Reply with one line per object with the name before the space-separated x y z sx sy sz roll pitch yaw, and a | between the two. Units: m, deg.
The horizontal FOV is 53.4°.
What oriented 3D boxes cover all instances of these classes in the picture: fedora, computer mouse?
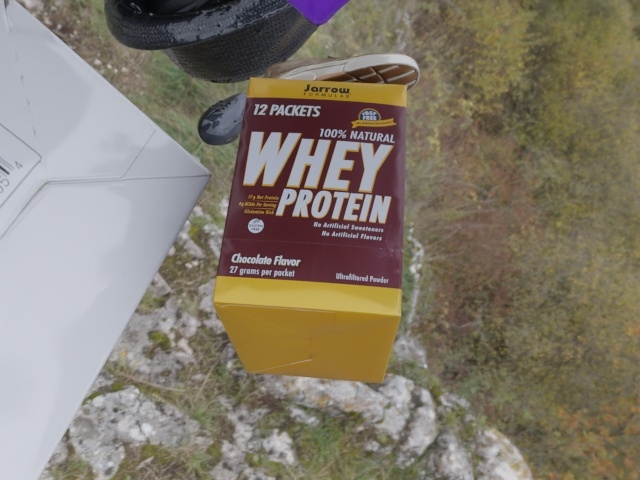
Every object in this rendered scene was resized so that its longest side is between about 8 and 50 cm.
fedora | -0.111 -0.321 0.855 0.152 0.334 0.334 65 28 -53
computer mouse | -0.107 -0.229 1.075 0.242 0.041 0.071 -39 126 -30

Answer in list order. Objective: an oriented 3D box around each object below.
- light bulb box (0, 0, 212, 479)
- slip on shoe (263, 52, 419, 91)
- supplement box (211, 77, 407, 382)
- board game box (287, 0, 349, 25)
light bulb box | -0.337 0.054 0.536 0.225 0.361 0.358 43 47 -25
slip on shoe | 0.016 -0.142 0.549 0.051 0.135 0.041 64 16 -59
supplement box | 0.000 0.000 0.546 0.129 0.191 0.194 4 64 3
board game box | 0.015 -0.384 0.201 0.356 0.356 0.356 35 48 -24
